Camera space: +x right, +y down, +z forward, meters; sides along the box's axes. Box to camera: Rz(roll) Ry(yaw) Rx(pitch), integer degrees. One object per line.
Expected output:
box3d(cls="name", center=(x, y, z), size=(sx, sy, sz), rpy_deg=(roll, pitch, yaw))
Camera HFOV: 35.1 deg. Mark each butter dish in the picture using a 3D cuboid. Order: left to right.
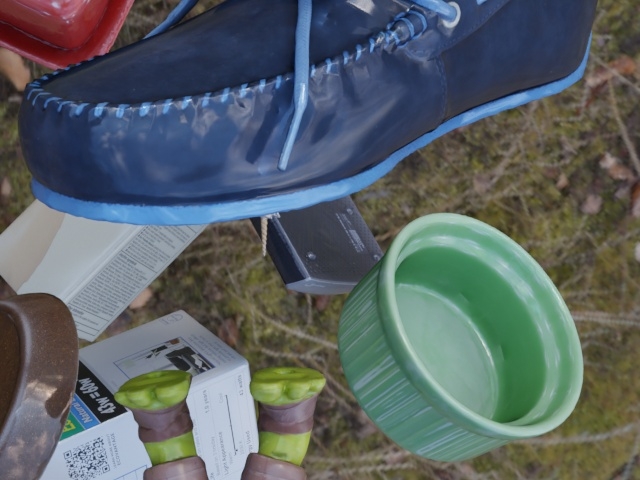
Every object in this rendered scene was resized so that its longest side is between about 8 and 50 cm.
box3d(cls="butter dish", center=(-0.194, -0.213, 0.683), size=(0.160, 0.118, 0.160), rpy_deg=(25, 87, -14))

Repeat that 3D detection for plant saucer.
box3d(cls="plant saucer", center=(-0.214, 0.105, 0.627), size=(0.168, 0.168, 0.029), rpy_deg=(-48, 131, 12))

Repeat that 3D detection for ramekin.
box3d(cls="ramekin", center=(0.168, 0.130, 1.282), size=(0.303, 0.303, 0.148), rpy_deg=(16, 141, -28))

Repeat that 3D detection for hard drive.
box3d(cls="hard drive", center=(0.000, 0.000, 1.409), size=(0.054, 0.172, 0.255), rpy_deg=(-38, 162, 24))

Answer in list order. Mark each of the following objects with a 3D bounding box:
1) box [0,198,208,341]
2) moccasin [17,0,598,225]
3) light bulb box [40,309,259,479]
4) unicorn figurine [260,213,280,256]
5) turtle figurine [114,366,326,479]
box3d(cls="box", center=(-0.226, -0.039, 1.205), size=(0.311, 0.121, 0.148), rpy_deg=(-45, 160, -4))
box3d(cls="moccasin", center=(0.010, -0.108, 0.464), size=(0.342, 0.138, 0.116), rpy_deg=(-29, 132, -44))
box3d(cls="light bulb box", center=(-0.295, 0.354, 1.562), size=(0.361, 0.225, 0.358), rpy_deg=(-20, 118, -29))
box3d(cls="unicorn figurine", center=(-0.090, -0.079, 0.932), size=(0.111, 0.162, 0.060), rpy_deg=(25, 122, -36))
box3d(cls="turtle figurine", center=(-0.032, 0.177, 0.528), size=(0.270, 0.087, 0.217), rpy_deg=(-2, 91, 21))
